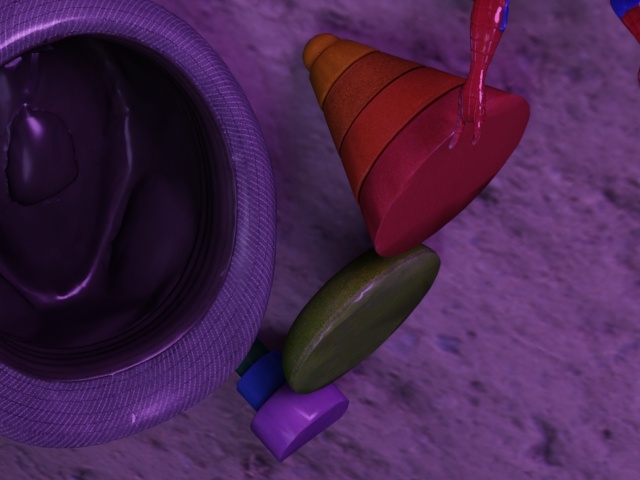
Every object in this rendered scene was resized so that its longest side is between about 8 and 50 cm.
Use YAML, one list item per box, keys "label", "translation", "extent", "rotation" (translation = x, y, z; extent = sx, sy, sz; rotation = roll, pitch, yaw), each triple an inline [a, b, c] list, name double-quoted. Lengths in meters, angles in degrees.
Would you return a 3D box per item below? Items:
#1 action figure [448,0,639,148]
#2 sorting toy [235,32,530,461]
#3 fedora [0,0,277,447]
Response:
- label: "action figure"
  translation: [0.154, -0.108, 0.719]
  extent: [0.091, 0.139, 0.280]
  rotation: [2, -177, -32]
- label: "sorting toy"
  translation: [0.000, 0.000, 0.972]
  extent: [0.126, 0.127, 0.365]
  rotation: [46, 141, 17]
- label: "fedora"
  translation: [-0.158, -0.025, 0.925]
  extent: [0.124, 0.243, 0.275]
  rotation: [34, 145, 57]
